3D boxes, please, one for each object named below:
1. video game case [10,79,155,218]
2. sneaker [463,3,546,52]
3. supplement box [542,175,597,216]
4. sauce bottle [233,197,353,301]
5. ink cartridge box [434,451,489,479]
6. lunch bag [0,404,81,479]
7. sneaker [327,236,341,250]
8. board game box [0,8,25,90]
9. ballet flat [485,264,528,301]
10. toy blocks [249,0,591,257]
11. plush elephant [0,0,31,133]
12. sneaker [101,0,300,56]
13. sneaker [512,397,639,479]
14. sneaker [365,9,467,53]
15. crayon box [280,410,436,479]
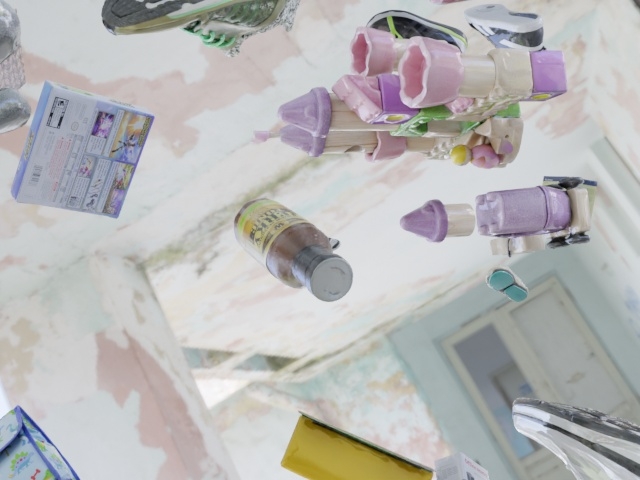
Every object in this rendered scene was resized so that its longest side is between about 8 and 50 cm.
[{"bbox_3d":[-0.532,-0.196,1.667,0.244,0.061,0.270,11,-70,-41],"label":"video game case"},{"bbox_3d":[0.355,-0.388,1.456,0.079,0.217,0.121,-23,-59,-13],"label":"sneaker"},{"bbox_3d":[0.411,-0.063,1.243,0.056,0.083,0.083,8,4,-13],"label":"supplement box"},{"bbox_3d":[-0.046,0.013,1.222,0.111,0.112,0.344,-23,22,-18],"label":"sauce bottle"},{"bbox_3d":[0.246,0.439,1.243,0.056,0.135,0.099,-29,-49,27],"label":"ink cartridge box"},{"bbox_3d":[-0.411,0.309,0.975,0.129,0.151,0.096,-42,-32,-13],"label":"lunch bag"},{"bbox_3d":[0.000,0.000,1.521,0.083,0.032,0.037,4,-49,17],"label":"sneaker"},{"bbox_3d":[-0.682,-0.300,1.222,0.290,0.232,0.141,9,-55,3],"label":"board game box"},{"bbox_3d":[0.378,0.080,1.537,0.057,0.052,0.168,-31,-38,19],"label":"ballet flat"},{"bbox_3d":[0.082,-0.126,0.791,0.259,0.309,0.288,-3,-8,-19],"label":"toy blocks"},{"bbox_3d":[-0.588,-0.229,0.986,0.330,0.255,0.272,-42,-4,-20],"label":"plush elephant"},{"bbox_3d":[-0.172,-0.383,1.274,0.410,0.158,0.182,-25,-39,-30],"label":"sneaker"},{"bbox_3d":[0.441,0.408,1.118,0.169,0.258,0.447,16,0,-32],"label":"sneaker"},{"bbox_3d":[0.207,-0.427,1.604,0.234,0.097,0.084,13,-28,6],"label":"sneaker"},{"bbox_3d":[0.057,0.342,1.119,0.323,0.203,0.083,75,-142,-72],"label":"crayon box"}]
